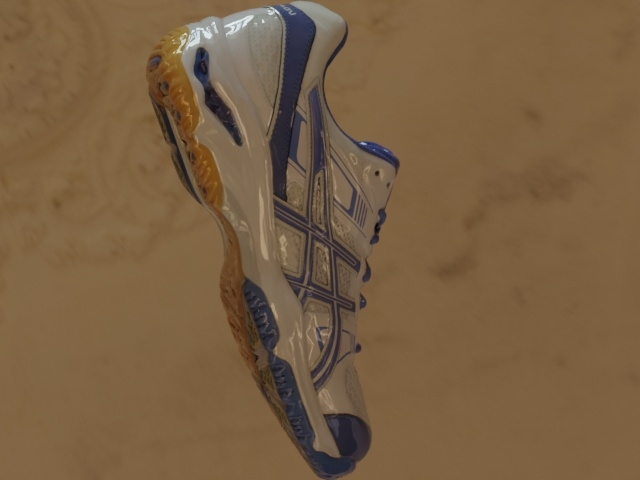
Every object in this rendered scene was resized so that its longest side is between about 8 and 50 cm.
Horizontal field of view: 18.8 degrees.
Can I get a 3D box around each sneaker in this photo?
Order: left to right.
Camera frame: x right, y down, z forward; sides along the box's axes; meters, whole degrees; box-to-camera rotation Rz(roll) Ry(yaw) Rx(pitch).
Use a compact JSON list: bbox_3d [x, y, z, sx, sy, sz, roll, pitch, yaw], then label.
[{"bbox_3d":[0.000,0.000,1.168,0.131,0.112,0.296,-21,-73,-14],"label":"sneaker"}]
